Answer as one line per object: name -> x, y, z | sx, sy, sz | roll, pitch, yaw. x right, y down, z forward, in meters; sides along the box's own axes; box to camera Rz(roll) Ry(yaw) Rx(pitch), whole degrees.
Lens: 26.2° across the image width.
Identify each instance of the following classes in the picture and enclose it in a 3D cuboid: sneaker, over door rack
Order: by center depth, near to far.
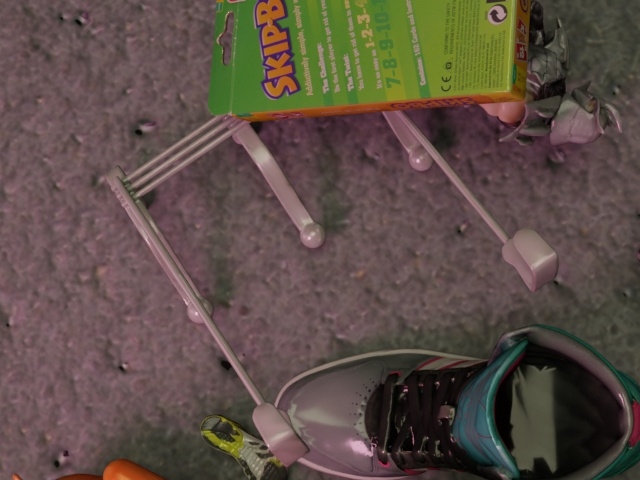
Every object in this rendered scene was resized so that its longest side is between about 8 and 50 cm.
sneaker -> 0.102, 0.129, 1.002 | 0.295, 0.178, 0.124 | -1, 78, 6
over door rack -> 0.000, 0.000, 1.051 | 0.239, 0.108, 0.324 | -35, 51, -2
sneaker -> -0.059, 0.163, 1.088 | 0.083, 0.035, 0.031 | 42, 93, -9

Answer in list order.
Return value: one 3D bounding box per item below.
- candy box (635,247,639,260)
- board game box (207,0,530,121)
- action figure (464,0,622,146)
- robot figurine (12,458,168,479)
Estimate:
candy box -> 0.364, 0.018, 1.024 | 0.165, 0.070, 0.196 | -43, 77, -2
board game box -> 0.030, -0.156, 1.008 | 0.259, 0.039, 0.124 | 0, 81, 31
action figure -> 0.115, -0.160, 1.075 | 0.285, 0.185, 0.099 | 35, 105, 17
robot figurine -> -0.144, 0.255, 1.028 | 0.219, 0.158, 0.128 | 21, 58, 9
